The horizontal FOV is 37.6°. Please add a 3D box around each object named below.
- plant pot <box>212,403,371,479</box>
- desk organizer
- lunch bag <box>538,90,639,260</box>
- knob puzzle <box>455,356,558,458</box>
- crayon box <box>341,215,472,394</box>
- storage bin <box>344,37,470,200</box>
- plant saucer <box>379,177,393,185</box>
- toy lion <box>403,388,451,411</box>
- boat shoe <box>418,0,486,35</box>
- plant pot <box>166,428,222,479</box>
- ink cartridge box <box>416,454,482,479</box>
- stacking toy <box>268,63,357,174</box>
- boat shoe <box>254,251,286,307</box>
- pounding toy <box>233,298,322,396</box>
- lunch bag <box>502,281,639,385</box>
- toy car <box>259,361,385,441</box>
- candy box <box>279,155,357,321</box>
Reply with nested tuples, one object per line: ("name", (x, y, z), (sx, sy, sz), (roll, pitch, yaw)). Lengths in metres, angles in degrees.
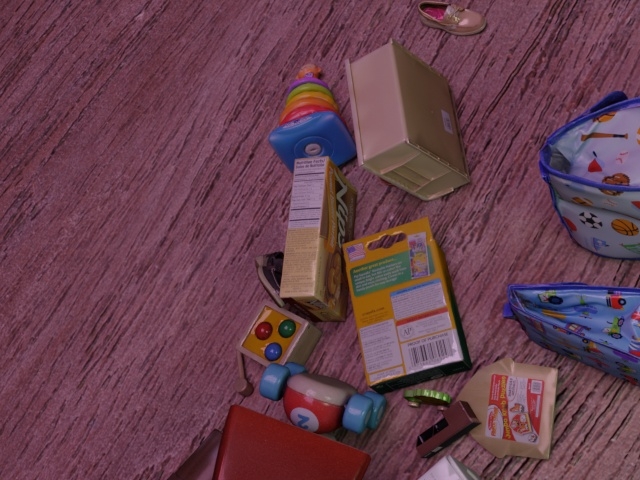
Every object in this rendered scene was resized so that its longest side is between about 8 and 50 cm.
("plant pot", (-0.089, 0.492, 1.691), (0.267, 0.267, 0.235), (20, 53, 4))
("desk organizer", (0.240, 0.367, 1.823), (0.130, 0.047, 0.050), (-39, 61, 17))
("lunch bag", (0.615, -0.113, 1.714), (0.385, 0.328, 0.239), (-9, 60, 22))
("knob puzzle", (0.356, 0.321, 1.811), (0.213, 0.030, 0.213), (-6, 78, 28))
("crayon box", (0.175, 0.134, 1.948), (0.203, 0.083, 0.323), (-18, 63, 16))
("storage bin", (0.192, -0.252, 2.009), (0.123, 0.260, 0.262), (-25, 59, 33))
("plant saucer", (0.168, -0.161, 2.118), (0.083, 0.013, 0.083), (-10, 64, 21))
("toy lion", (0.209, 0.308, 1.849), (0.100, 0.096, 0.034), (4, 70, 26))
("boat shoe", (0.301, -0.521, 2.187), (0.170, 0.059, 0.063), (15, 75, 29))
("plant pot", (-0.218, 0.489, 1.935), (0.167, 0.167, 0.165), (29, 74, 31))
("ink cartridge box", (0.176, 0.544, 1.687), (0.306, 0.226, 0.131), (-40, 59, 4))
("stacking toy", (-0.022, -0.317, 2.210), (0.175, 0.166, 0.302), (-18, 48, 18))
("boat shoe", (-0.093, 0.073, 2.051), (0.073, 0.080, 0.223), (-32, 21, 0))
("pounding toy", (-0.132, 0.237, 2.033), (0.181, 0.094, 0.206), (25, 80, 30))
("lunch bag", (0.475, 0.161, 1.720), (0.293, 0.221, 0.138), (9, 72, 27))
("toy car", (-0.019, 0.388, 1.870), (0.219, 0.210, 0.238), (17, 89, 17))
("candy box", (0.000, 0.000, 2.024), (0.088, 0.183, 0.316), (-4, 67, 22))
